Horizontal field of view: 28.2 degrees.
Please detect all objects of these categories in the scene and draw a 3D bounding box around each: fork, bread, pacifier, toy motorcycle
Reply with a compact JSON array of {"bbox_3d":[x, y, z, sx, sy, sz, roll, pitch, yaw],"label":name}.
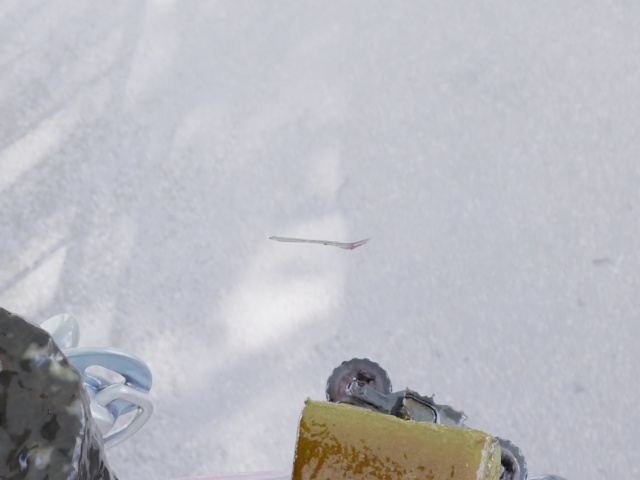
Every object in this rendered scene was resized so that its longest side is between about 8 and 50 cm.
[{"bbox_3d":[0.000,0.001,1.404,0.115,0.016,0.012,2,57,-13],"label":"fork"},{"bbox_3d":[0.064,0.211,1.105,0.172,0.103,0.132,7,89,18],"label":"bread"},{"bbox_3d":[-0.359,0.196,1.748,0.279,0.227,0.207,-33,56,18],"label":"pacifier"},{"bbox_3d":[0.092,0.219,1.302,0.229,0.094,0.130,30,80,11],"label":"toy motorcycle"}]

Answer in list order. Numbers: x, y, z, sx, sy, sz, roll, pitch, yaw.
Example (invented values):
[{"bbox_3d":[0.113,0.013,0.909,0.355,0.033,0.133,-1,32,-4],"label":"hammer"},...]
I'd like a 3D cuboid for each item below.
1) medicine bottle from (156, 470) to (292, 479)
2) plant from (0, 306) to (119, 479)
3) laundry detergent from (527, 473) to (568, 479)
[{"bbox_3d":[-0.116,0.424,1.397,0.212,0.212,0.325,-5,83,15],"label":"medicine bottle"},{"bbox_3d":[-0.270,0.189,1.006,0.213,0.312,0.215,-26,66,-12],"label":"plant"},{"bbox_3d":[0.147,0.348,1.354,0.290,0.094,0.143,-21,56,24],"label":"laundry detergent"}]
